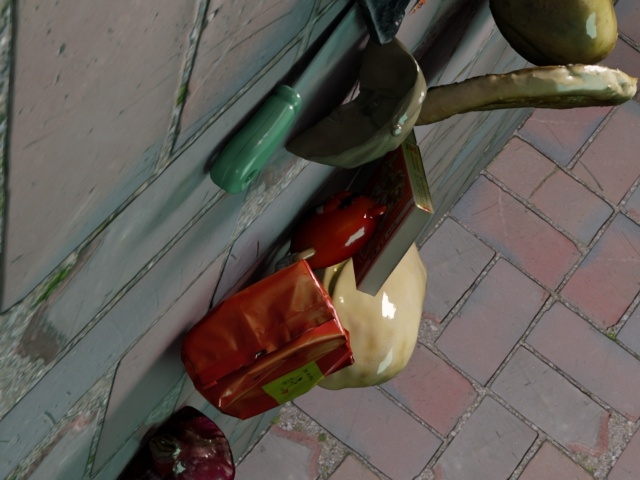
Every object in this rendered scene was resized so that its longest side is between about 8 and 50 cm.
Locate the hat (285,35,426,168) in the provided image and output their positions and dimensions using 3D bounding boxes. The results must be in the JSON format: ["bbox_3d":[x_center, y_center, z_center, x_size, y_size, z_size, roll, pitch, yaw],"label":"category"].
[{"bbox_3d":[0.066,-0.132,1.475,0.166,0.144,0.173,-52,150,11],"label":"hat"}]

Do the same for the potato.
[{"bbox_3d":[0.314,-0.311,1.841,0.141,0.191,0.296,-49,171,-3],"label":"potato"}]

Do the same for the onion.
[{"bbox_3d":[-0.208,0.338,1.999,0.195,0.140,0.218,-42,165,-23],"label":"onion"}]

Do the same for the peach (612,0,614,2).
[{"bbox_3d":[0.401,-0.426,1.942,0.184,0.184,0.184,-51,173,-9],"label":"peach"}]

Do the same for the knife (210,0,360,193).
[{"bbox_3d":[-0.015,-0.145,1.253,0.260,0.035,0.063,-53,172,-20],"label":"knife"}]

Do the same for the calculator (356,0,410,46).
[{"bbox_3d":[0.085,-0.270,1.258,0.161,0.021,0.262,-58,173,0],"label":"calculator"}]

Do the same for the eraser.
[{"bbox_3d":[0.091,-0.050,1.900,0.157,0.038,0.230,-57,-158,29],"label":"eraser"}]

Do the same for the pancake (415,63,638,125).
[{"bbox_3d":[0.270,-0.200,1.876,0.356,0.356,0.065,-24,110,-75],"label":"pancake"}]

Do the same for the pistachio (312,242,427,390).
[{"bbox_3d":[0.065,0.121,2.289,0.321,0.229,0.238,-57,144,-41],"label":"pistachio"}]

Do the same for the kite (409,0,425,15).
[{"bbox_3d":[0.177,-0.352,1.536,0.222,0.008,0.125,-49,169,-28],"label":"kite"}]

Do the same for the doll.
[{"bbox_3d":[0.000,0.000,1.844,0.217,0.085,0.183,-35,-175,44],"label":"doll"}]

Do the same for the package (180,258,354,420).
[{"bbox_3d":[-0.061,0.141,1.779,0.196,0.123,0.423,-30,169,-1],"label":"package"}]
